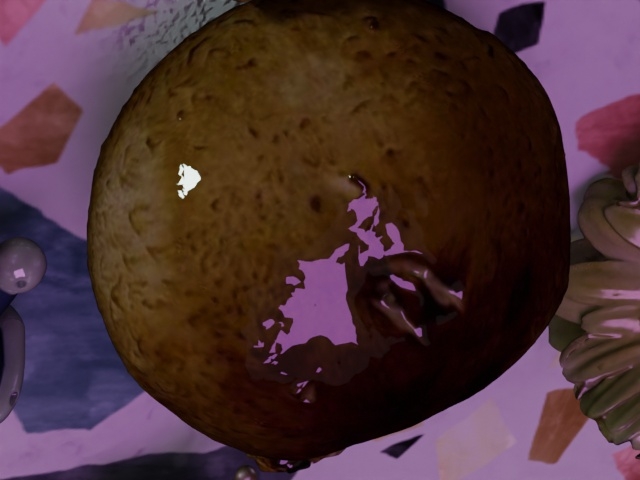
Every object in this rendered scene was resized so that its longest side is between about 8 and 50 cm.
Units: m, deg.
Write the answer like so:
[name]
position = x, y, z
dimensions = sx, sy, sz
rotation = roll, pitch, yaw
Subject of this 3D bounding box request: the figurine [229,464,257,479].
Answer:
[figurine]
position = -0.168, 0.318, 1.244
dimensions = 0.387, 0.166, 0.207
rotation = -40, 147, 18

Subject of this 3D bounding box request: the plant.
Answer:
[plant]
position = 0.325, 0.073, 1.169
dimensions = 0.261, 0.306, 0.297
rotation = -52, 160, -11

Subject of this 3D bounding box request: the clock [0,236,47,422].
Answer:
[clock]
position = -0.287, 0.031, 0.994
dimensions = 0.200, 0.146, 0.243
rotation = -13, 138, -3

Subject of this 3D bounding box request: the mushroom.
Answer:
[mushroom]
position = 0.019, -0.009, 1.039
dimensions = 0.331, 0.356, 0.334
rotation = -26, 93, 5
